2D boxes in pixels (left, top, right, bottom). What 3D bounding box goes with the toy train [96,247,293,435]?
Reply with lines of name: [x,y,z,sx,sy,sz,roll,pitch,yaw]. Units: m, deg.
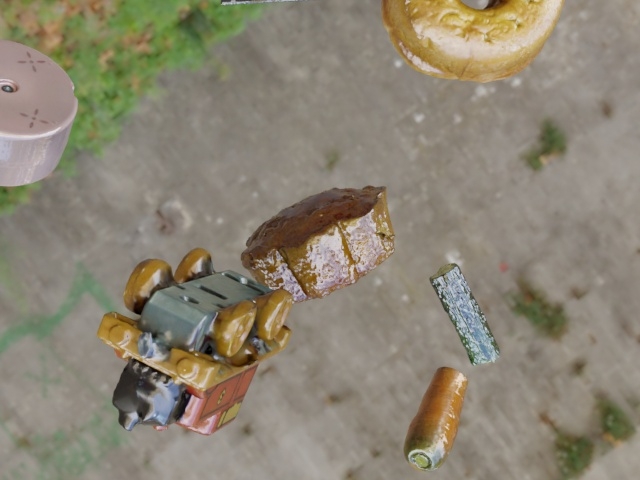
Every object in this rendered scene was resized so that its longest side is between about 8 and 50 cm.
toy train: [-0.161,0.145,1.714,0.232,0.163,0.369,-69,166,10]

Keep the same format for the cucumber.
cucumber: [0.236,0.122,2.107,0.058,0.187,0.058,-24,-157,11]

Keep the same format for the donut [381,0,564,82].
donut: [0.180,-0.299,1.527,0.226,0.227,0.114,-37,177,-6]

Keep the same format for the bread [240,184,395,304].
bread: [0.004,0.000,1.964,0.232,0.135,0.246,-16,-169,46]

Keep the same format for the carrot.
carrot: [0.200,0.308,2.218,0.087,0.087,0.193,-34,-161,43]

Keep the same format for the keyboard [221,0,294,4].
keyboard: [-0.060,-0.414,2.085,0.202,0.067,0.011,-2,170,5]

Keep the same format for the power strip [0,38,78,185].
power strip: [-0.333,-0.133,1.337,0.154,0.154,0.078,-40,165,-46]
